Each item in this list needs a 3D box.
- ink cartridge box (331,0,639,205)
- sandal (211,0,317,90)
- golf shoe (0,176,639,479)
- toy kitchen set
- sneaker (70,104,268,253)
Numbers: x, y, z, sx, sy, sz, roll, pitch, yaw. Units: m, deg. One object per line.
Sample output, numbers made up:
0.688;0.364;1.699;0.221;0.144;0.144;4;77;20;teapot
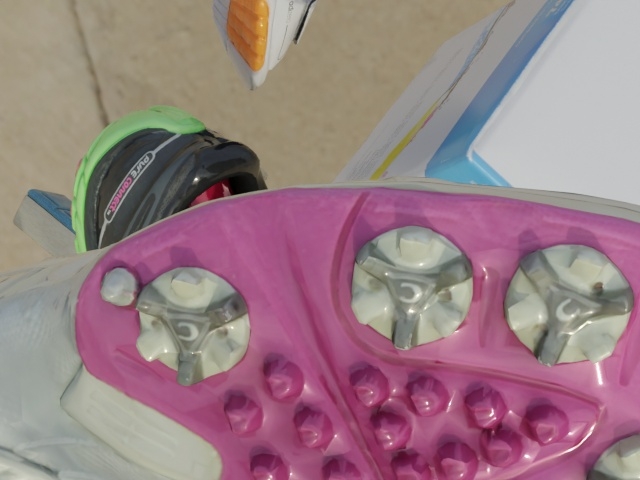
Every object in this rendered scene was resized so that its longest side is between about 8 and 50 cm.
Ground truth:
0.158;-0.039;1.095;0.198;0.270;0.197;41;69;-12;ink cartridge box
-0.035;-0.231;1.368;0.076;0.265;0.102;-17;59;-20;sandal
-0.027;0.036;0.420;0.306;0.140;0.115;-9;104;20;golf shoe
-0.187;-0.048;1.719;0.122;0.207;0.166;35;103;33;toy kitchen set
-0.080;0.127;1.361;0.185;0.202;0.483;-26;109;-31;sneaker
